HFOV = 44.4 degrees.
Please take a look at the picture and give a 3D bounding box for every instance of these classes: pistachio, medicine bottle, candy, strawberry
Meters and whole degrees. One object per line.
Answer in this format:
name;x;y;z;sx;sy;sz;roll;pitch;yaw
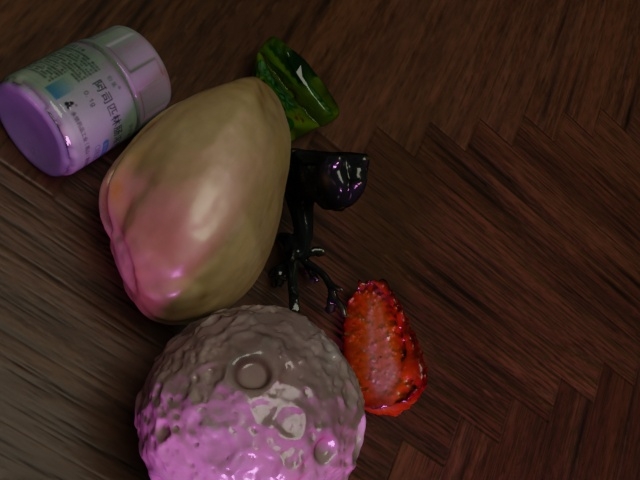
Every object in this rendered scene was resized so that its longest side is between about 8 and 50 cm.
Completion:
pistachio;-0.141;-0.054;0.943;0.214;0.193;0.318;32;73;-22
medicine bottle;-0.280;-0.171;0.943;0.135;0.135;0.168;52;54;-7
candy;-0.099;-0.165;1.095;0.149;0.069;0.246;51;60;-10
strawberry;0.094;0.148;1.084;0.082;0.121;0.188;30;51;-56

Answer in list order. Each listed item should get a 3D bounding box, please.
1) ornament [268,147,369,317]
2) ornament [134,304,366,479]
ornament;0.000;0.000;1.017;0.080;0.202;0.236;-5;101;-31
ornament;-0.084;0.202;0.872;0.225;0.259;0.259;-43;99;-33
